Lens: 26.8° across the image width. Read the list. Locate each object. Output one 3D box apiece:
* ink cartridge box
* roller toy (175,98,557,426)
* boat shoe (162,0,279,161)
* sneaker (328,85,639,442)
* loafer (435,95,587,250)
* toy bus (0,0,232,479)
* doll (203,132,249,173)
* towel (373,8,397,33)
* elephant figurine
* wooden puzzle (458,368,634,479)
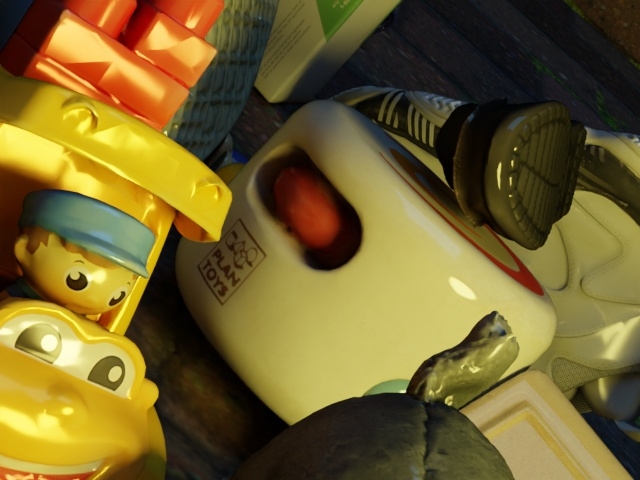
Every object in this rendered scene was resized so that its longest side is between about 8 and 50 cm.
[{"bbox_3d":[-0.046,-0.243,1.132,0.212,0.154,0.093,47,21,11],"label":"ink cartridge box"},{"bbox_3d":[0.019,0.029,0.753,0.209,0.146,0.191,43,10,-3],"label":"roller toy"},{"bbox_3d":[-0.109,-0.219,0.906,0.156,0.187,0.500,5,49,8],"label":"boat shoe"},{"bbox_3d":[0.124,0.010,1.002,0.365,0.210,0.137,16,2,36],"label":"sneaker"},{"bbox_3d":[0.100,-0.041,0.763,0.078,0.080,0.220,12,4,16],"label":"loafer"},{"bbox_3d":[-0.105,-0.009,0.484,0.149,0.211,0.220,33,7,-37],"label":"toy bus"},{"bbox_3d":[0.000,0.000,0.909,0.189,0.046,0.129,37,17,-17],"label":"doll"},{"bbox_3d":[-0.052,-0.355,1.456,0.227,0.076,0.308,33,22,-42],"label":"towel"},{"bbox_3d":[0.006,0.156,0.427,0.239,0.169,0.186,-55,127,-78],"label":"elephant figurine"},{"bbox_3d":[0.092,0.192,0.626,0.238,0.044,0.221,-23,65,-34],"label":"wooden puzzle"}]
